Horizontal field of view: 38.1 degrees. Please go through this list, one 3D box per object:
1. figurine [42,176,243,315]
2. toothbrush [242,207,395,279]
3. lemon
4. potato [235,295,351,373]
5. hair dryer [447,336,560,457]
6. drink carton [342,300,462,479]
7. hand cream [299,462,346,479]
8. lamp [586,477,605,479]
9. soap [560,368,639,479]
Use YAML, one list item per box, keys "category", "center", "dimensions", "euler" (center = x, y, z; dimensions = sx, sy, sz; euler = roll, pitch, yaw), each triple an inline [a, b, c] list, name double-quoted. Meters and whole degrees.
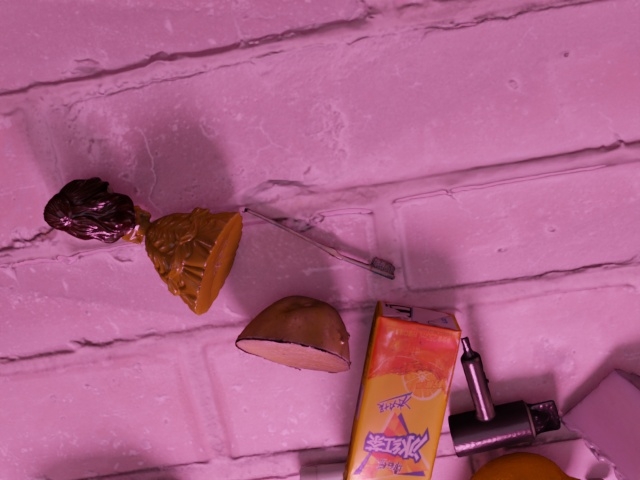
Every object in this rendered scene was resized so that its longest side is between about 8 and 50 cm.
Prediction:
- category: "figurine"
  center: [-0.313, -0.019, 1.616]
  dimensions: [0.315, 0.168, 0.187]
  euler: [23, 137, 9]
- category: "toothbrush"
  center: [-0.003, 0.005, 1.639]
  dimensions: [0.294, 0.026, 0.028]
  euler: [21, 90, -1]
- category: "lemon"
  center: [0.360, 0.479, 1.673]
  dimensions: [0.244, 0.187, 0.186]
  euler: [-17, 105, 11]
- category: "potato"
  center: [-0.037, 0.156, 1.643]
  dimensions: [0.202, 0.182, 0.117]
  euler: [4, 71, 23]
- category: "hair dryer"
  center: [0.308, 0.265, 1.644]
  dimensions: [0.196, 0.078, 0.248]
  euler: [-16, 119, 9]
- category: "drink carton"
  center: [0.143, 0.298, 1.655]
  dimensions: [0.155, 0.111, 0.351]
  euler: [10, 102, 1]
- category: "hand cream"
  center: [0.063, 0.449, 1.766]
  dimensions: [0.205, 0.050, 0.078]
  euler: [-2, 103, 2]
- category: "lamp"
  center: [0.516, 0.540, 1.747]
  dimensions: [0.050, 0.056, 0.198]
  euler: [-2, 111, 4]
- category: "soap"
  center: [0.628, 0.361, 1.681]
  dimensions: [0.302, 0.258, 0.159]
  euler: [12, 116, -45]
